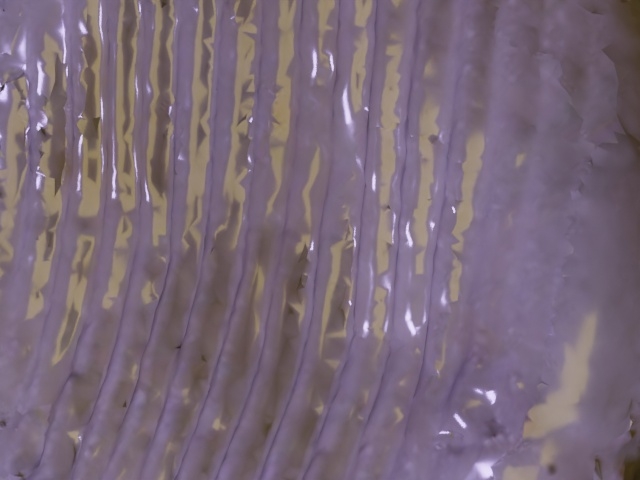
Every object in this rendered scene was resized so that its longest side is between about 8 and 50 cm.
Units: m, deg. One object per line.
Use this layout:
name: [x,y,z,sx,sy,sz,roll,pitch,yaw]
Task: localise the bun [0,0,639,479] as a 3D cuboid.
bun: [0.000,0.000,0.512,0.231,0.133,0.231,-1,87,23]
